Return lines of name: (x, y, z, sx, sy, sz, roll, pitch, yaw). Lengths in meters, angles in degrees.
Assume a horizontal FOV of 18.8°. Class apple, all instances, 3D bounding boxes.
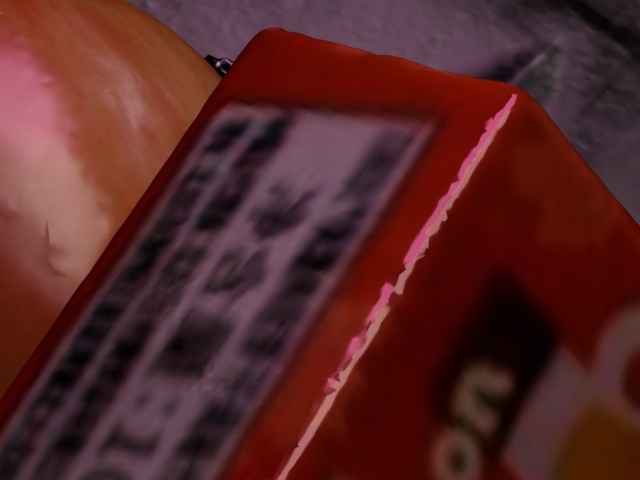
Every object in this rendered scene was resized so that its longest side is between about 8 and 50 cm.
apple: (-0.085, 0.017, 0.568, 0.199, 0.199, 0.199, 8, 50, -10)

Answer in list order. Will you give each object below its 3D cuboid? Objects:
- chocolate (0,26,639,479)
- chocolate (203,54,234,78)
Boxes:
chocolate: (0.023, 0.106, 0.470, 0.235, 0.108, 0.237, 47, 64, -27)
chocolate: (0.001, -0.002, 0.695, 0.147, 0.070, 0.072, 39, 41, 3)
